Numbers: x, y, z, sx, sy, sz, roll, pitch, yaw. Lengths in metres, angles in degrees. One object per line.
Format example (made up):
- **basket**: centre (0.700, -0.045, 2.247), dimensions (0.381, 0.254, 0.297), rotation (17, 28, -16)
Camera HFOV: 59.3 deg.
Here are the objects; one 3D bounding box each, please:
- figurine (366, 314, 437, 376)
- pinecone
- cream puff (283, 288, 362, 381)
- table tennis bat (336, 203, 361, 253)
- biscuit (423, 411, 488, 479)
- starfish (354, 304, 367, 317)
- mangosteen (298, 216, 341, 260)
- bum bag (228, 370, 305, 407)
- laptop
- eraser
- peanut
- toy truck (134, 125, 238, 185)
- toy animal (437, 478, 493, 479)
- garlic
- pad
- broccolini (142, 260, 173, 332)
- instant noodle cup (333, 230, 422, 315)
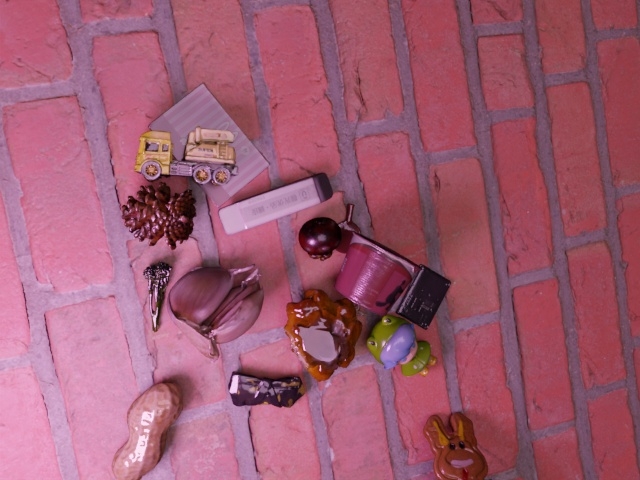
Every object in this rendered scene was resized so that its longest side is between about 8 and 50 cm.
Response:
- **figurine**: centre (0.253, 0.334, 1.736), dimensions (0.263, 0.143, 0.162), rotation (39, 90, -31)
- **pinecone**: centre (-0.429, -0.069, 1.502), dimensions (0.195, 0.150, 0.179), rotation (2, 110, -15)
- **cream puff**: centre (0.009, 0.278, 1.646), dimensions (0.241, 0.155, 0.269), rotation (6, 92, -12)
- **table tennis bat**: centre (0.083, -0.036, 1.723), dimensions (0.098, 0.019, 0.155), rotation (7, 93, -16)
- **biscuit**: centre (0.431, 0.680, 1.751), dimensions (0.185, 0.044, 0.295), rotation (-4, 51, -15)
- **starfish**: centre (0.103, 0.224, 1.743), dimensions (0.092, 0.016, 0.086), rotation (7, 93, -14)
- **mangosteen**: centre (0.000, 0.000, 1.655), dimensions (0.140, 0.140, 0.140), rotation (-1, 93, -16)
- **bum bag**: centre (-0.157, 0.442, 1.656), dimensions (0.232, 0.060, 0.107), rotation (10, 99, -14)
- **laptop**: centre (0.333, 0.182, 1.807), dimensions (0.129, 0.016, 0.180), rotation (30, 83, -16)
- **eraser**: centre (-0.124, -0.109, 1.638), dimensions (0.351, 0.061, 0.089), rotation (-21, 98, -13)
- **peanut**: centre (-0.478, 0.526, 1.539), dimensions (0.136, 0.120, 0.298), rotation (21, 87, 8)
- **toy truck**: centre (-0.360, -0.233, 1.524), dimensions (0.272, 0.124, 0.157), rotation (3, 93, -16)
- **toy animal**: centre (0.444, 0.851, 1.783), dimensions (0.266, 0.212, 0.213), rotation (12, 89, -13)
- **garlic**: centre (-0.283, 0.176, 1.526), dimensions (0.210, 0.237, 0.292), rotation (54, 42, -21)
- **pad**: centre (-0.313, -0.269, 1.603), dimensions (0.202, 0.005, 0.300), rotation (-41, 103, -10)
- **broccolini**: centre (-0.460, 0.156, 1.572), dimensions (0.073, 0.058, 0.201), rotation (8, 106, -2)
- **instant noodle cup**: centre (0.156, 0.100, 1.653), dimensions (0.234, 0.235, 0.178), rotation (28, 94, -16)
